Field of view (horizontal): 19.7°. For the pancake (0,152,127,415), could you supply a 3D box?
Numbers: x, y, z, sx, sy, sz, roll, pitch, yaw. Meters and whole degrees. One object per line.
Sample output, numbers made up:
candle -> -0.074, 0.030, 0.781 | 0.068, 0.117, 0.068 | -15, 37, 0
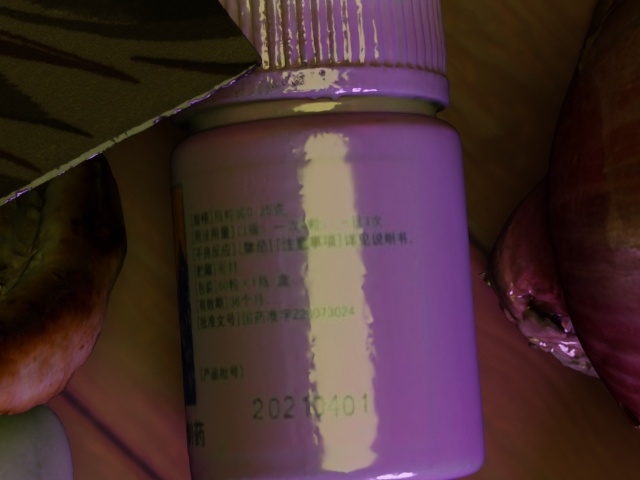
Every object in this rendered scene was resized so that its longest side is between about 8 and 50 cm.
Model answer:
pancake -> -0.184, 0.007, 1.059 | 0.212, 0.056, 0.257 | 16, 44, -45

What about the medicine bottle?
medicine bottle -> 0.000, 0.000, 1.092 | 0.178, 0.178, 0.291 | -4, 86, -10

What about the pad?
pad -> -0.202, -0.156, 1.067 | 0.220, 0.004, 0.330 | -29, 57, -10

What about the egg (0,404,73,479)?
egg -> -0.206, 0.158, 1.076 | 0.114, 0.114, 0.152 | 32, 81, -5

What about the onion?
onion -> 0.283, -0.023, 1.077 | 0.353, 0.353, 0.354 | 1, 85, -9

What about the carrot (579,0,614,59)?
carrot -> 0.197, -0.136, 1.207 | 0.042, 0.042, 0.171 | 20, 84, -7
